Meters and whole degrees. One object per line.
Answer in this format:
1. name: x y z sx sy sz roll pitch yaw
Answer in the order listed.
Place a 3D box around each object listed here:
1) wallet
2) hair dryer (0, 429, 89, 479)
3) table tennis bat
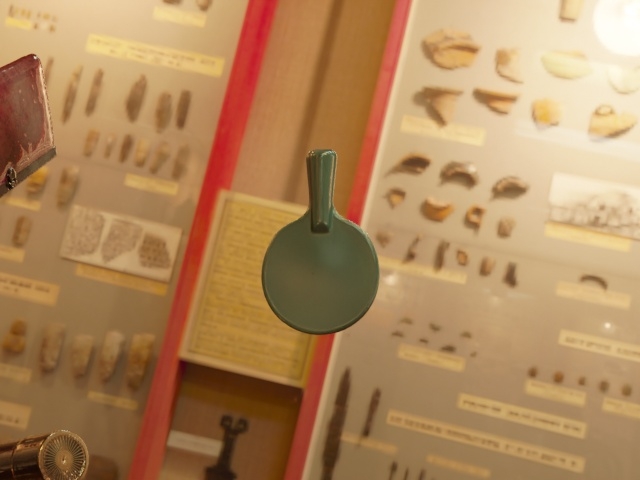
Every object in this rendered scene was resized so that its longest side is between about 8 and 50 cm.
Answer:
1. wallet: -0.324 -0.105 0.918 0.025 0.119 0.232 0 23 9
2. hair dryer: -0.498 0.516 1.601 0.189 0.352 0.107 -17 -20 37
3. table tennis bat: 0.000 0.000 1.194 0.153 0.244 0.040 0 -11 4
